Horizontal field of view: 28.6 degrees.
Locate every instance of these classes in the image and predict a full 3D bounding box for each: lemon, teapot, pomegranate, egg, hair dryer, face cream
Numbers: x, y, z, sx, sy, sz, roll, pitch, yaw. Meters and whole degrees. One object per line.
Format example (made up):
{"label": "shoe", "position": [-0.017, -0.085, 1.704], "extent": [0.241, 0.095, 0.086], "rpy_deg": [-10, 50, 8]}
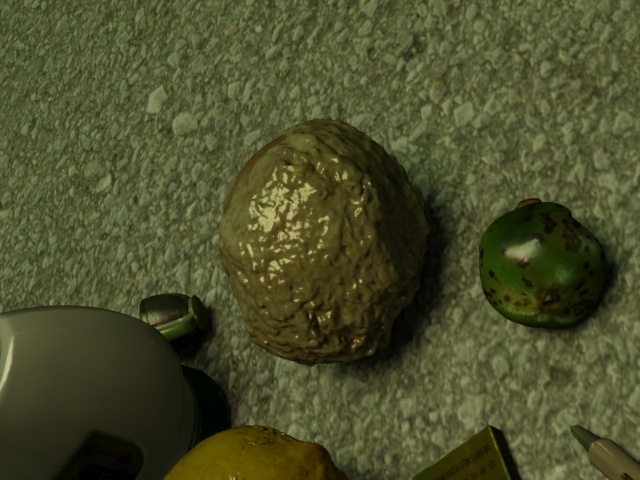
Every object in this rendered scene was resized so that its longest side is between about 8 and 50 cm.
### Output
{"label": "lemon", "position": [-0.086, 0.362, 1.458], "extent": [0.258, 0.258, 0.310], "rpy_deg": [28, 92, 50]}
{"label": "teapot", "position": [-0.212, 0.127, 1.854], "extent": [0.091, 0.092, 0.124], "rpy_deg": [-19, 38, 13]}
{"label": "pomegranate", "position": [0.236, 0.016, 1.427], "extent": [0.143, 0.122, 0.169], "rpy_deg": [113, 148, -41]}
{"label": "egg", "position": [0.000, 0.000, 1.584], "extent": [0.279, 0.279, 0.310], "rpy_deg": [-10, 86, 43]}
{"label": "hair dryer", "position": [0.341, 0.235, 1.258], "extent": [0.195, 0.053, 0.220], "rpy_deg": [-46, 36, 16]}
{"label": "face cream", "position": [-0.324, 0.233, 1.693], "extent": [0.312, 0.357, 0.219], "rpy_deg": [-51, 44, 17]}

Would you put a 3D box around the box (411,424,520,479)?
{"label": "box", "position": [0.177, 0.315, 1.386], "extent": [0.121, 0.030, 0.193], "rpy_deg": [-39, 45, 24]}
